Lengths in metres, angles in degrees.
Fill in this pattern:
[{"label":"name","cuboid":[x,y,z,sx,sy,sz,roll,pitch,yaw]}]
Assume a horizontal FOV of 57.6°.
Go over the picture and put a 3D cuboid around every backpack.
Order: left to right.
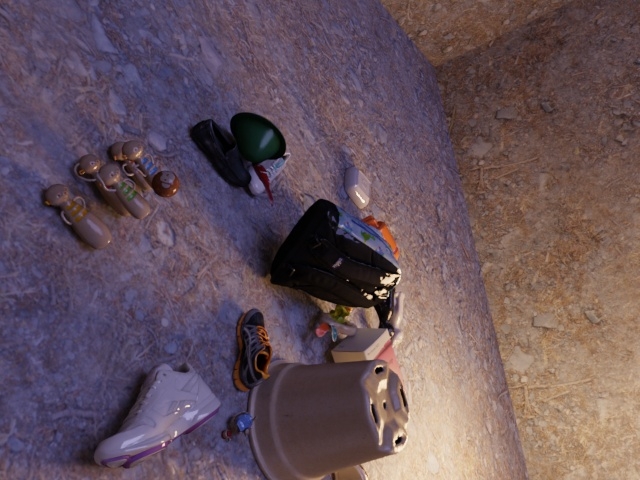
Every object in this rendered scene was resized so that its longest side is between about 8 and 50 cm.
[{"label":"backpack","cuboid":[0.069,0.055,1.692,0.355,0.290,0.273,30,24,-17]}]

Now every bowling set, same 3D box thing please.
[{"label":"bowling set","cuboid":[-0.390,-0.136,1.184,0.154,0.199,0.287,53,29,-26]}]

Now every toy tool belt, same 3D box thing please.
[{"label":"toy tool belt","cuboid":[-0.183,0.424,1.331,0.083,0.051,0.052,-24,94,-61]}]

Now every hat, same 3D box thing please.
[{"label":"hat","cuboid":[-0.203,-0.229,1.605,0.184,0.208,0.173,-60,146,-31]}]

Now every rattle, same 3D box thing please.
[{"label":"rattle","cuboid":[0.058,0.217,1.741,0.130,0.143,0.199,42,10,24]}]

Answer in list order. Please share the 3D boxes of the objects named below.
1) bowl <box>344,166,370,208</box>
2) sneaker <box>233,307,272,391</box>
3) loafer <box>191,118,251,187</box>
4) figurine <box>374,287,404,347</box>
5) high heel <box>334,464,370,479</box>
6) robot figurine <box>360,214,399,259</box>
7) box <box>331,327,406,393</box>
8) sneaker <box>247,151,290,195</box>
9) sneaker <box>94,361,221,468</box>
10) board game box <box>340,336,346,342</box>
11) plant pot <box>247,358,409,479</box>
[{"label":"bowl","cuboid":[0.152,-0.213,2.295,0.142,0.053,0.142,45,39,-37]},{"label":"sneaker","cuboid":[-0.156,0.266,1.444,0.084,0.083,0.215,36,42,-43]},{"label":"loafer","cuboid":[-0.256,-0.234,1.582,0.223,0.078,0.076,51,35,-31]},{"label":"figurine","cuboid":[0.249,0.285,2.114,0.215,0.092,0.210,35,51,-62]},{"label":"high heel","cuboid":[0.113,0.704,1.672,0.261,0.093,0.186,63,5,11]},{"label":"robot figurine","cuboid":[0.215,0.017,2.183,0.128,0.158,0.219,-43,112,-35]},{"label":"box","cuboid":[0.151,0.403,1.784,0.148,0.126,0.232,-33,111,-47]},{"label":"sneaker","cuboid":[-0.151,-0.213,1.734,0.080,0.094,0.212,58,31,-24]},{"label":"sneaker","cuboid":[-0.326,0.329,1.117,0.152,0.114,0.305,59,24,7]},{"label":"board game box","cuboid":[0.113,0.395,1.881,0.154,0.026,0.103,45,37,-37]},{"label":"plant pot","cuboid":[0.041,0.435,1.447,0.334,0.305,0.334,36,44,-45]}]
